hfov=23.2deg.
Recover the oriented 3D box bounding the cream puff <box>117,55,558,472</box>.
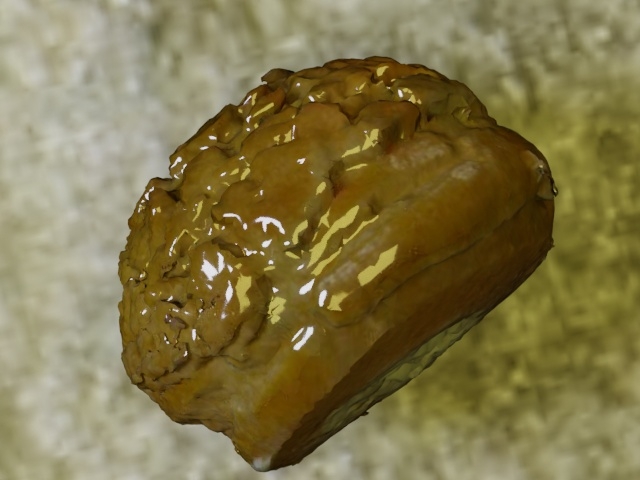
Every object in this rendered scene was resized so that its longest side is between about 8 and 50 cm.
[{"bbox_3d":[0.000,0.000,0.548,0.165,0.150,0.115,-25,73,-41],"label":"cream puff"}]
